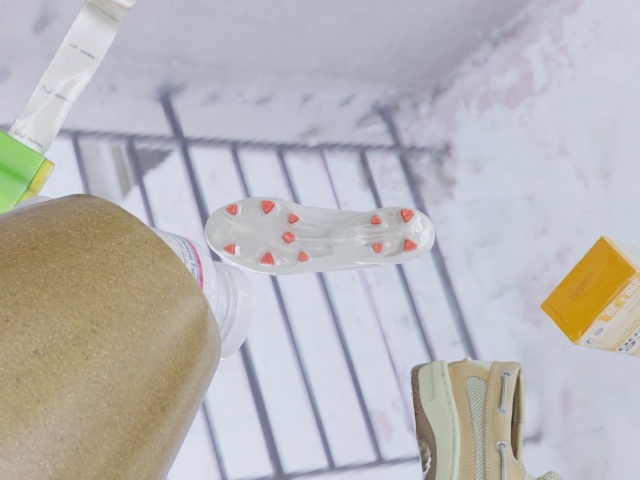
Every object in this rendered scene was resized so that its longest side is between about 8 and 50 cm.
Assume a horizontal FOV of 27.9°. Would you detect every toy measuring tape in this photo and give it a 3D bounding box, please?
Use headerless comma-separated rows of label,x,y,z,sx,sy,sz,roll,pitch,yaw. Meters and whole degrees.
toy measuring tape,-0.243,-0.061,1.008,0.330,0.121,0.121,-58,154,0

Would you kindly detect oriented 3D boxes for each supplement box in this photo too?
supplement box,0.191,0.037,0.809,0.098,0.036,0.062,13,121,-49

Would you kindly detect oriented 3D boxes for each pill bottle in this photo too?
pill bottle,-0.122,0.031,0.811,0.160,0.087,0.087,18,141,-42

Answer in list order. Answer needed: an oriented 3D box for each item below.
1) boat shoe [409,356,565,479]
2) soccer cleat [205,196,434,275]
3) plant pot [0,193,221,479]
boat shoe,0.087,0.130,0.618,0.072,0.190,0.068,-11,138,7
soccer cleat,0.000,0.000,1.110,0.196,0.068,0.076,1,170,5
plant pot,-0.169,0.098,0.588,0.254,0.237,0.237,-42,174,-33
